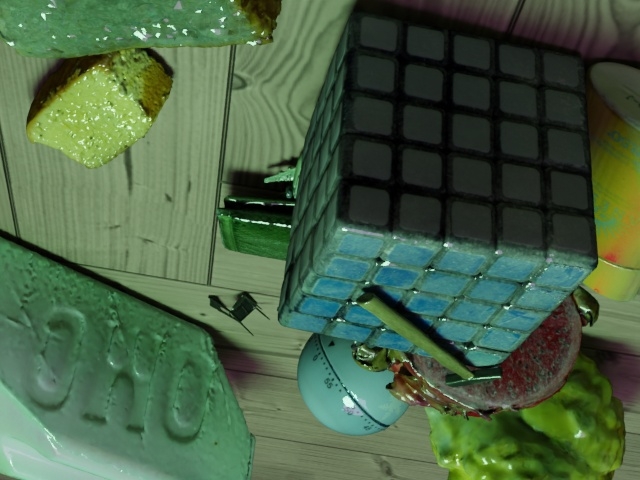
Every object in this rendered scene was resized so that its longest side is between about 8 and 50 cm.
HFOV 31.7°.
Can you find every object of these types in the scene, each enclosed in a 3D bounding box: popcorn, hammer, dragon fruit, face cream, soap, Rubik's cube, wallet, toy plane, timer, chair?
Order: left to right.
[{"bbox_3d":[-0.300,0.203,1.517,0.446,0.261,0.156,29,139,-30],"label":"soap"},{"bbox_3d":[-0.109,0.091,1.516,0.086,0.042,0.037,30,163,37],"label":"chair"},{"bbox_3d":[-0.020,-0.067,1.241,0.080,0.033,0.083,5,148,-8],"label":"toy plane"},{"bbox_3d":[0.000,-0.003,1.313,0.236,0.055,0.160,10,161,1],"label":"wallet"},{"bbox_3d":[0.077,0.135,1.471,0.175,0.255,0.175,36,176,3],"label":"timer"},{"bbox_3d":[0.099,0.093,1.045,0.062,0.013,0.199,-14,145,33],"label":"hammer"},{"bbox_3d":[0.106,-0.041,1.062,0.237,0.238,0.237,11,151,-10],"label":"Rubik's cube"},{"bbox_3d":[0.170,0.103,1.291,0.282,0.211,0.147,-12,169,-3],"label":"dragon fruit"},{"bbox_3d":[0.270,0.267,1.516,0.293,0.293,0.237,11,167,-6],"label":"popcorn"},{"bbox_3d":[0.298,-0.050,1.140,0.139,0.067,0.285,39,155,20],"label":"face cream"}]

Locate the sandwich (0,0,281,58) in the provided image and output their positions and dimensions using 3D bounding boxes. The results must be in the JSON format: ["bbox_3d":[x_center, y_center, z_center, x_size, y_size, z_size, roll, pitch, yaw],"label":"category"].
[{"bbox_3d":[-0.201,-0.270,0.895,0.271,0.099,0.301,-5,147,20],"label":"sandwich"}]

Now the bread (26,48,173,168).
[{"bbox_3d":[-0.226,-0.141,1.145,0.103,0.065,0.187,35,138,-29],"label":"bread"}]
